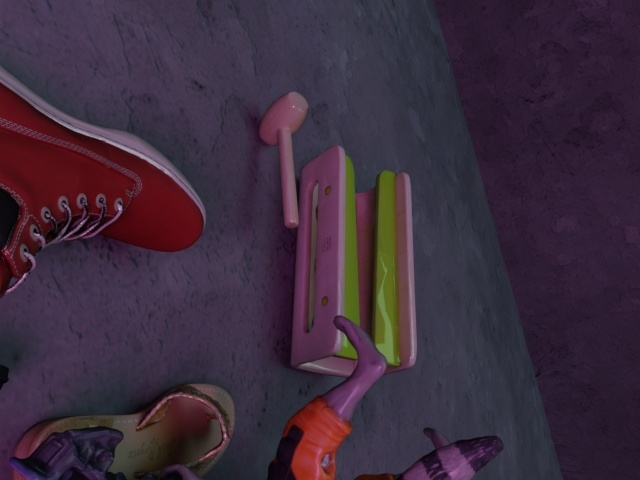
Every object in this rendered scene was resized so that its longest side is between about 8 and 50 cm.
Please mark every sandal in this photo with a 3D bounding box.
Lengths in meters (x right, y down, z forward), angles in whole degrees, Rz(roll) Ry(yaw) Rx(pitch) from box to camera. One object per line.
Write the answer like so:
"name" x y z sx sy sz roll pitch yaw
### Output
"sandal" -0.115 0.163 0.468 0.240 0.079 0.088 15 66 -60

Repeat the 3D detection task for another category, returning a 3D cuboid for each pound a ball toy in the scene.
"pound a ball toy" 0.000 0.000 0.740 0.208 0.135 0.319 17 62 -31

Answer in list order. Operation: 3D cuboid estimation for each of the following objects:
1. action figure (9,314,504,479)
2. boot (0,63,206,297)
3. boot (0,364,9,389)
"action figure" -0.036 0.220 0.409 0.330 0.178 0.341 -49 137 -19
"boot" -0.163 -0.010 0.374 0.244 0.088 0.176 32 25 -46
"boot" -0.233 0.110 0.304 0.121 0.045 0.099 22 58 -50
